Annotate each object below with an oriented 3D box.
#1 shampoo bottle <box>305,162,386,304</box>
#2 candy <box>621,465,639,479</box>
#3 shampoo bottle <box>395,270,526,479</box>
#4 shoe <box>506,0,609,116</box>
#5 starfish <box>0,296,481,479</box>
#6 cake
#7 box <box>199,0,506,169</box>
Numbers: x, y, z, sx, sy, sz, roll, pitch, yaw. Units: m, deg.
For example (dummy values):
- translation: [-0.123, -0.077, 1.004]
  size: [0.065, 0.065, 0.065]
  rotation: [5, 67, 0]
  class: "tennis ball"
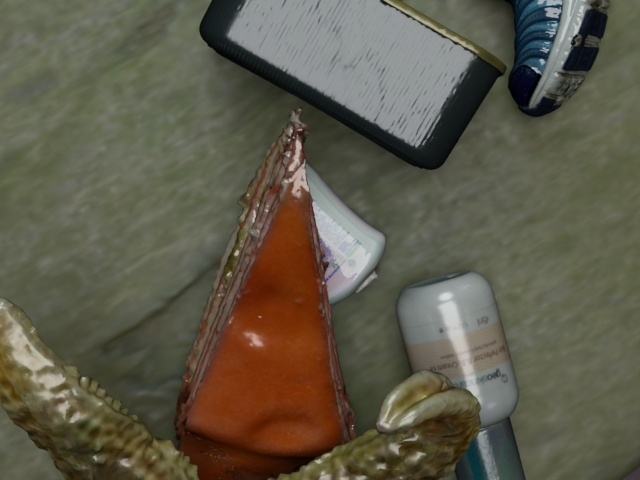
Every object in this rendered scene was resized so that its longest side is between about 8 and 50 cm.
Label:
- translation: [0.000, 0.000, 1.091]
  size: [0.099, 0.043, 0.072]
  rotation: [42, 97, -3]
  class: "shampoo bottle"
- translation: [0.381, 0.275, 1.056]
  size: [0.208, 0.145, 0.359]
  rotation: [-38, 93, -1]
  class: "candy"
- translation: [0.109, 0.120, 1.081]
  size: [0.074, 0.074, 0.192]
  rotation: [-14, 91, -1]
  class: "shampoo bottle"
- translation: [0.156, -0.193, 1.080]
  size: [0.106, 0.091, 0.207]
  rotation: [4, 95, 20]
  class: "shoe"
- translation: [-0.117, 0.179, 1.007]
  size: [0.432, 0.082, 0.324]
  rotation: [4, 132, -3]
  class: "starfish"
- translation: [-0.023, 0.050, 1.036]
  size: [0.135, 0.098, 0.287]
  rotation: [13, 113, 2]
  class: "cake"
- translation: [0.018, -0.130, 1.042]
  size: [0.201, 0.144, 0.090]
  rotation: [29, 94, -3]
  class: "box"
